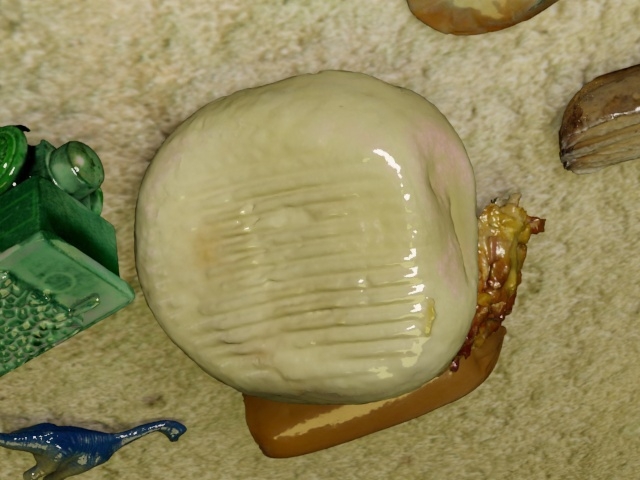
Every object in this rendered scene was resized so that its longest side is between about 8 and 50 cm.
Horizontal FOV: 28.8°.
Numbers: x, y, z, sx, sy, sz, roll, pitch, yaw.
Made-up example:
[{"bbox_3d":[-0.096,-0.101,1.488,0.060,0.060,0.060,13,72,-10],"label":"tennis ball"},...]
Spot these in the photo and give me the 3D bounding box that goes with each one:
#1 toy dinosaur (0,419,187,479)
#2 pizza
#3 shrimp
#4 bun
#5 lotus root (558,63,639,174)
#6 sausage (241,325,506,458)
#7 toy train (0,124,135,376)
[{"bbox_3d":[-0.325,0.256,1.672,0.188,0.075,0.248,-35,132,16],"label":"toy dinosaur"},{"bbox_3d":[0.178,0.051,1.387,0.289,0.081,0.228,-24,140,-65],"label":"pizza"},{"bbox_3d":[0.183,-0.262,1.116,0.236,0.053,0.133,-20,122,18],"label":"shrimp"},{"bbox_3d":[0.000,0.000,1.249,0.361,0.361,0.213,-29,-179,24],"label":"bun"},{"bbox_3d":[0.398,-0.157,1.279,0.329,0.078,0.167,-15,166,3],"label":"lotus root"},{"bbox_3d":[0.077,0.183,1.617,0.354,0.116,0.134,-20,121,7],"label":"sausage"},{"bbox_3d":[-0.317,0.012,1.216,0.266,0.202,0.145,-29,138,19],"label":"toy train"}]
